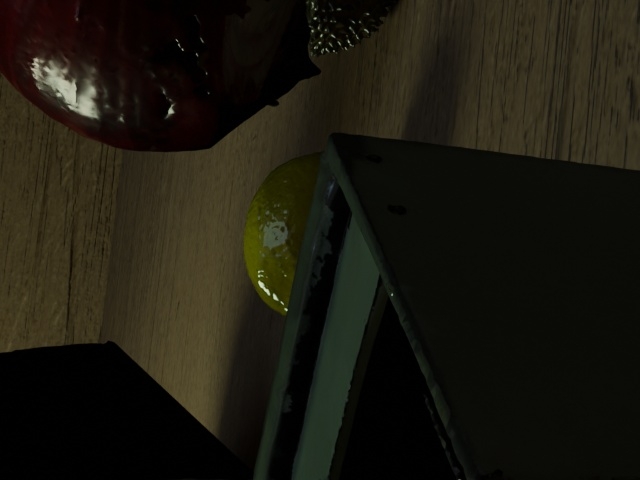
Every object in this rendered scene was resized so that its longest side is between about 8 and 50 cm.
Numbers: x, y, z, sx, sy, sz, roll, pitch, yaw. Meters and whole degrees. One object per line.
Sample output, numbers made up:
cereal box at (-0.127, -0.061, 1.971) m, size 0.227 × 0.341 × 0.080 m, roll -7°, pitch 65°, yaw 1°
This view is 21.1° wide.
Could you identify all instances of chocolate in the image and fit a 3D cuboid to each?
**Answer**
chocolate at (-0.232, 0.330, 1.609) m, size 0.331 × 0.383 × 0.384 m, roll 84°, pitch -173°, yaw -66°

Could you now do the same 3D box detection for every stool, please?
stool at (0.078, 0.125, 0.651) m, size 0.270 × 0.170 × 0.244 m, roll -110°, pitch 29°, yaw -63°

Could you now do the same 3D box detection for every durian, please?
durian at (0.024, -0.204, 1.287) m, size 0.110 × 0.071 × 0.140 m, roll -95°, pitch 4°, yaw -58°

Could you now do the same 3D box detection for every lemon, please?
lemon at (0.000, 0.000, 1.193) m, size 0.109 × 0.109 × 0.133 m, roll 119°, pitch 164°, yaw -58°

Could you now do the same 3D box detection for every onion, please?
onion at (-0.139, -0.243, 1.372) m, size 0.341 × 0.341 × 0.341 m, roll -172°, pitch 90°, yaw -77°

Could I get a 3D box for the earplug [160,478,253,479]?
earplug at (-0.077, 0.333, 1.265) m, size 0.172 × 0.172 × 0.301 m, roll 167°, pitch 103°, yaw -76°
